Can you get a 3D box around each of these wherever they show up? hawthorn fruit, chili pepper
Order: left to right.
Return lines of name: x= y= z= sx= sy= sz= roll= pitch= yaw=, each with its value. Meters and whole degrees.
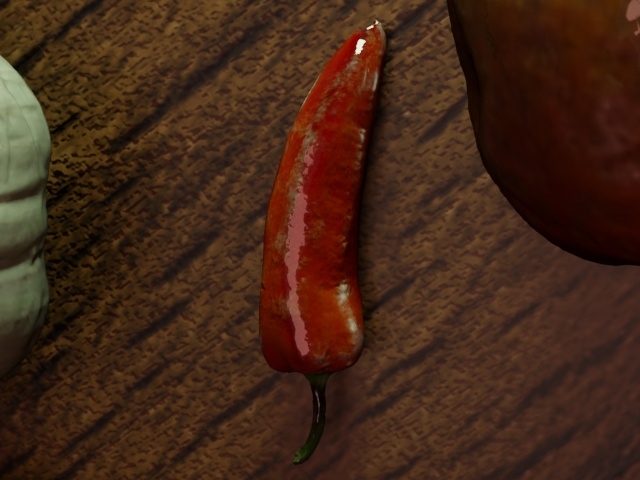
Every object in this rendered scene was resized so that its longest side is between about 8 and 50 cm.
chili pepper: x=0.000 y=0.000 z=0.860 sx=0.063 sy=0.071 sz=0.272 roll=8 pitch=92 yaw=51
hawthorn fruit: x=0.186 y=-0.106 z=0.722 sx=0.258 sy=0.258 sz=0.262 roll=-39 pitch=105 yaw=13

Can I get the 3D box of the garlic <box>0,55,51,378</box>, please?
garlic: x=-0.306 y=0.000 z=0.828 sx=0.317 sy=0.259 sz=0.317 roll=0 pitch=90 yaw=14
